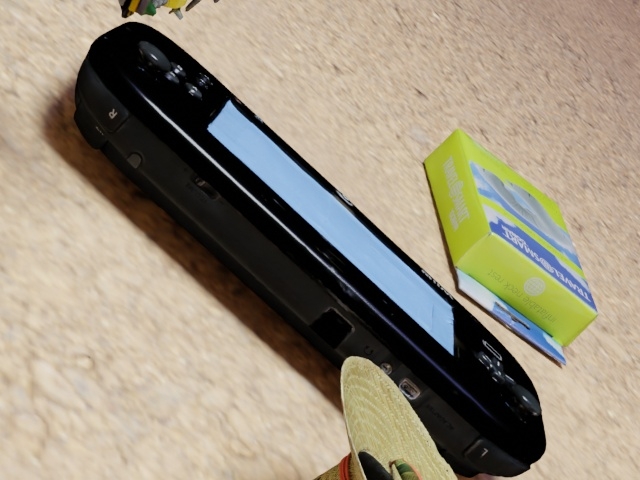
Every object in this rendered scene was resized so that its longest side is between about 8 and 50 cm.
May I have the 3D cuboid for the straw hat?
[{"bbox_3d":[0.021,0.126,0.719,0.144,0.061,0.144,55,16,-25],"label":"straw hat"}]

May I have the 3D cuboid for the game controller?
[{"bbox_3d":[0.000,0.000,0.909,0.319,0.067,0.166,43,21,-6],"label":"game controller"}]

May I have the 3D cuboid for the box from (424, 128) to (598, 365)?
[{"bbox_3d":[0.134,0.001,1.190,0.109,0.042,0.178,35,22,-23],"label":"box"}]

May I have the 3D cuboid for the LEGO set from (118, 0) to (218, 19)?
[{"bbox_3d":[-0.130,-0.085,0.571,0.192,0.255,0.331,29,13,3],"label":"LEGO set"}]
